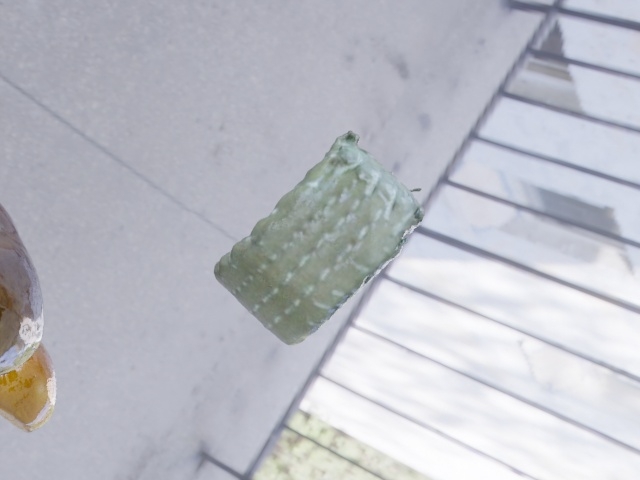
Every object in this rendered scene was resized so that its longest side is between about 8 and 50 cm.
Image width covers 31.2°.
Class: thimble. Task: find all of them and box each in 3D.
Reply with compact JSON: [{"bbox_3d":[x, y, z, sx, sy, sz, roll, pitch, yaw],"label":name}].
[{"bbox_3d":[0.000,0.000,0.589,0.110,0.062,0.084,-44,-177,23],"label":"thimble"}]

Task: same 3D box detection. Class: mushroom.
[{"bbox_3d":[-0.391,0.035,1.089,0.254,0.267,0.267,-61,146,-7],"label":"mushroom"}]

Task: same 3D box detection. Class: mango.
[{"bbox_3d":[-0.389,0.169,1.452,0.102,0.217,0.141,-44,99,-16],"label":"mango"}]
